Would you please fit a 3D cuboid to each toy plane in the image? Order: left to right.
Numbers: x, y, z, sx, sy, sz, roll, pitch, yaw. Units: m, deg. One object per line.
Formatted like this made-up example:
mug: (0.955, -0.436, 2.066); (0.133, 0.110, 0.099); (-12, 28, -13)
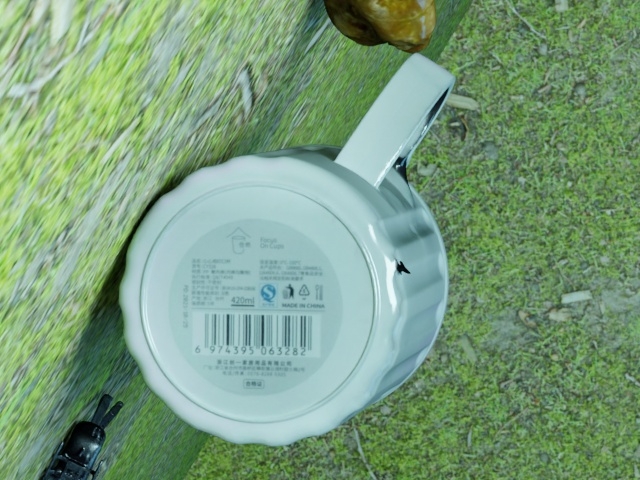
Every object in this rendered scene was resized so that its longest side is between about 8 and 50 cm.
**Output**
toy plane: (-0.164, 0.157, 1.035); (0.121, 0.031, 0.049); (-62, -175, 15)

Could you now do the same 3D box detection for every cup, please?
cup: (-0.015, 0.002, 0.887); (0.202, 0.166, 0.221); (-14, 108, -82)

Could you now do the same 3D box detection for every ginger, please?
ginger: (0.047, -0.157, 0.896); (0.103, 0.073, 0.162); (-56, 177, -25)
